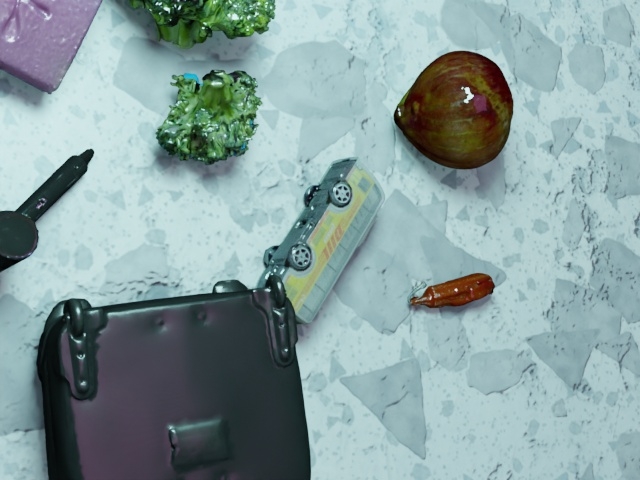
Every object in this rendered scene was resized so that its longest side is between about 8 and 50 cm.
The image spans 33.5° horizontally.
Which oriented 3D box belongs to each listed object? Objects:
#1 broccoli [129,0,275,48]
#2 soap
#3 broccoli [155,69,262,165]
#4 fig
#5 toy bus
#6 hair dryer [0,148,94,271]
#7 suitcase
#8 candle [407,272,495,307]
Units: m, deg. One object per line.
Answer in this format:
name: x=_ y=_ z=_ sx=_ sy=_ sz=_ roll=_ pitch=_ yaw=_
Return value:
broccoli: x=-0.192 y=-0.365 z=1.533 sx=0.226 sy=0.198 sz=0.176 roll=-23 pitch=130 yaw=0
soap: x=-0.435 y=-0.333 z=1.411 sx=0.259 sy=0.081 sz=0.181 roll=29 pitch=85 yaw=-31
broccoli: x=-0.158 y=-0.191 z=1.531 sx=0.167 sy=0.160 sz=0.154 roll=-6 pitch=58 yaw=-17
fig: x=0.214 y=-0.208 z=1.713 sx=0.205 sy=0.205 sz=0.205 roll=4 pitch=81 yaw=-26
toy bus: x=0.000 y=0.000 z=1.620 sx=0.106 sy=0.092 sz=0.268 roll=42 pitch=66 yaw=-25
hair dryer: x=-0.391 y=-0.050 z=1.442 sx=0.070 sy=0.114 sz=0.248 roll=50 pitch=45 yaw=-19
suitcase: x=-0.192 y=0.228 z=1.432 sx=0.345 sy=0.188 sz=0.339 roll=-6 pitch=84 yaw=-29
candle: x=0.213 y=0.084 z=1.736 sx=0.162 sy=0.048 sz=0.053 roll=-12 pitch=58 yaw=-26
